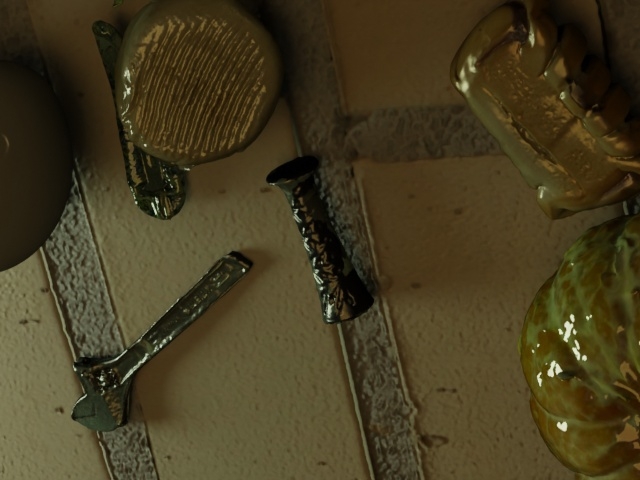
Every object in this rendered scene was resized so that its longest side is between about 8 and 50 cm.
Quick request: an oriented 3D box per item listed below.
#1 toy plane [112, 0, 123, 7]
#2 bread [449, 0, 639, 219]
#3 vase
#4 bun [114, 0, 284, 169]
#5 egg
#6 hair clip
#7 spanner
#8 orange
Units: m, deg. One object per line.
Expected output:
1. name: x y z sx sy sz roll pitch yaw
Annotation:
1. toy plane: -0.205 -0.285 1.718 0.111 0.040 0.102 -16 110 28
2. bread: 0.220 -0.118 1.599 0.134 0.081 0.225 -31 102 37
3. vase: 0.000 0.000 1.765 0.059 0.059 0.167 -13 109 28
4. bun: -0.121 -0.162 1.701 0.173 0.113 0.166 -36 103 9
5. egg: -0.344 -0.078 1.802 0.176 0.176 0.232 21 114 12
6. hair clip: -0.188 -0.126 1.794 0.066 0.036 0.229 0 121 28
7. spanner: -0.182 0.113 1.919 0.093 0.026 0.325 45 122 -5
8. orange: 0.340 0.124 1.572 0.329 0.249 0.329 10 113 25
